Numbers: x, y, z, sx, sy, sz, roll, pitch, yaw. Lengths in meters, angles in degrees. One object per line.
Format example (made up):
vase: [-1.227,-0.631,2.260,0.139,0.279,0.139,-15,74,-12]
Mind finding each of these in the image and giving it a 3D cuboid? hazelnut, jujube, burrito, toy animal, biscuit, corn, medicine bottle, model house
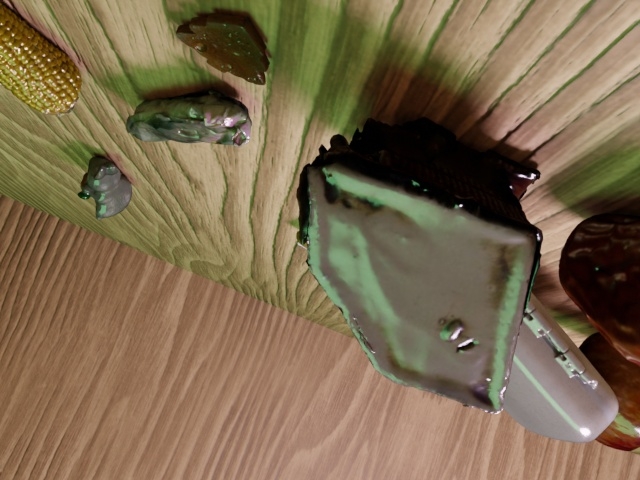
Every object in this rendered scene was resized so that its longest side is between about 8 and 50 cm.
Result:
hazelnut: [0.568,0.286,1.193,0.218,0.234,0.218,13,-157,-6]
jujube: [0.409,0.062,0.695,0.197,0.197,0.290,33,178,-37]
burrito: [-0.210,-0.182,0.955,0.096,0.066,0.309,30,167,-39]
toy animal: [-0.524,-0.150,1.542,0.108,0.138,0.236,57,148,18]
biscuit: [-0.102,-0.224,0.722,0.119,0.019,0.130,28,166,-20]
corn: [-0.459,-0.287,0.893,0.106,0.106,0.293,14,161,32]
medicine bottle: [0.343,0.194,1.142,0.375,0.123,0.282,49,166,0]
model house: [0.114,-0.001,0.790,0.317,0.297,0.282,18,-149,-4]

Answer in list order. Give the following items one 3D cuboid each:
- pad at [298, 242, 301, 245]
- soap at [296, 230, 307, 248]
pad: [0.058,0.039,1.509,0.156,0.004,0.232,30,164,-30]
soap: [0.000,0.001,1.370,0.089,0.045,0.140,31,164,-18]
